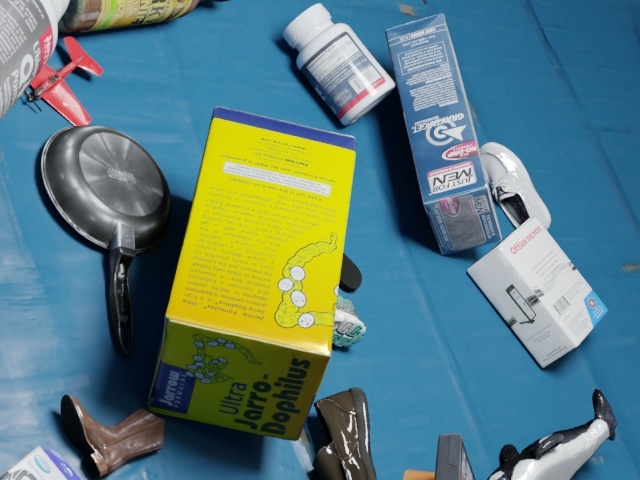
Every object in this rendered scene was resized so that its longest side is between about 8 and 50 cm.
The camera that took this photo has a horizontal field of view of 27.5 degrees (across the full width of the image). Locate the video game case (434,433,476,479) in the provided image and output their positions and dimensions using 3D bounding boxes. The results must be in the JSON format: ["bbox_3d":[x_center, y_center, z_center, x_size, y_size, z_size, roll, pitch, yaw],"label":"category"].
[{"bbox_3d":[0.178,0.423,1.630,0.248,0.035,0.275,68,23,-46],"label":"video game case"}]

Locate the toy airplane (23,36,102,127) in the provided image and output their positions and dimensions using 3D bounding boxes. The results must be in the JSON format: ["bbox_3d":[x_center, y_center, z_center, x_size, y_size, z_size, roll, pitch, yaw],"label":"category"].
[{"bbox_3d":[-0.348,-0.221,1.758,0.151,0.028,0.151,25,47,-30],"label":"toy airplane"}]

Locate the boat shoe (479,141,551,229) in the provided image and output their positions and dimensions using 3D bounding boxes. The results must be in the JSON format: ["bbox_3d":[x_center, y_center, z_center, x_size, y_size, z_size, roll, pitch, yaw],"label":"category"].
[{"bbox_3d":[0.326,-0.084,2.259,0.063,0.066,0.184,-32,94,-51],"label":"boat shoe"}]

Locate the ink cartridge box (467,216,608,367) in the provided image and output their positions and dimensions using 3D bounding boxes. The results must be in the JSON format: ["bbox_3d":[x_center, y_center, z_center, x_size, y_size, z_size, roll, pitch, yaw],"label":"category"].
[{"bbox_3d":[0.355,0.081,2.134,0.203,0.086,0.148,52,39,4],"label":"ink cartridge box"}]

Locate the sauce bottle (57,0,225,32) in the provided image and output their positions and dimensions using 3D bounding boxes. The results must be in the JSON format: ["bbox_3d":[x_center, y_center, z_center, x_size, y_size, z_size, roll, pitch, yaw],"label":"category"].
[{"bbox_3d":[-0.251,-0.371,1.898,0.344,0.111,0.111,-21,76,-47],"label":"sauce bottle"}]

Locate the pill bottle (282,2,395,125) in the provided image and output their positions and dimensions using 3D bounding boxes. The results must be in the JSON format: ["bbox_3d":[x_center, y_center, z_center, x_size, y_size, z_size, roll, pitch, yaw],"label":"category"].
[{"bbox_3d":[0.025,-0.284,2.091,0.180,0.108,0.108,52,40,2],"label":"pill bottle"}]

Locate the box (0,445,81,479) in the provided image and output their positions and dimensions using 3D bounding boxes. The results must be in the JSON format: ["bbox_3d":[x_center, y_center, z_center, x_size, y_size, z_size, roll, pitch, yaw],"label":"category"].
[{"bbox_3d":[-0.316,0.282,1.405,0.081,0.028,0.136,51,37,1],"label":"box"}]

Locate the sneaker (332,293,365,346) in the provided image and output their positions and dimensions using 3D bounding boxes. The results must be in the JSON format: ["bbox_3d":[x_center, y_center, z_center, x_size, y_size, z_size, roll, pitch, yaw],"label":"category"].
[{"bbox_3d":[-0.014,0.086,1.821,0.166,0.065,0.076,32,27,-26],"label":"sneaker"}]

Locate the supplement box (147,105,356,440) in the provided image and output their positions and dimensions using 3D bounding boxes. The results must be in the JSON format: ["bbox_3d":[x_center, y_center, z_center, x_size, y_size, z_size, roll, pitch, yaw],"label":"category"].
[{"bbox_3d":[-0.081,0.037,1.637,0.195,0.194,0.356,13,49,-5],"label":"supplement box"}]

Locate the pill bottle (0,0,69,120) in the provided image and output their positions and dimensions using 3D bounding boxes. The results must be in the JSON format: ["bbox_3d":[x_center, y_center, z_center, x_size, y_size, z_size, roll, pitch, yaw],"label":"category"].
[{"bbox_3d":[-0.427,-0.238,1.583,0.176,0.176,0.318,38,42,-14],"label":"pill bottle"}]

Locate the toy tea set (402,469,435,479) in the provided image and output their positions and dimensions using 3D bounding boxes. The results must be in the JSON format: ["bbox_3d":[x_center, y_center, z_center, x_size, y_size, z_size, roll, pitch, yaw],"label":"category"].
[{"bbox_3d":[0.088,0.417,1.615,0.336,0.124,0.200,-50,134,-68],"label":"toy tea set"}]

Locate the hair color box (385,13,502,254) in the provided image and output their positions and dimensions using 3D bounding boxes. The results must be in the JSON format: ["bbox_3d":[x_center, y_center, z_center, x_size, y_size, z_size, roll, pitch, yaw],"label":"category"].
[{"bbox_3d":[0.196,-0.172,2.106,0.174,0.105,0.347,62,16,-57],"label":"hair color box"}]

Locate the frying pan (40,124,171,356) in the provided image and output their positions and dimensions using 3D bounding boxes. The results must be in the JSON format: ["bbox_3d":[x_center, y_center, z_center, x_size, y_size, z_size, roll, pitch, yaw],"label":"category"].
[{"bbox_3d":[-0.278,-0.029,1.662,0.197,0.053,0.326,34,39,-23],"label":"frying pan"}]

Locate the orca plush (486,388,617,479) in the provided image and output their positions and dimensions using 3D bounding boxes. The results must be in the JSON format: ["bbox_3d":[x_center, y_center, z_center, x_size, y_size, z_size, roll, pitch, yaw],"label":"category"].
[{"bbox_3d":[0.314,0.306,1.910,0.102,0.151,0.287,28,56,35],"label":"orca plush"}]

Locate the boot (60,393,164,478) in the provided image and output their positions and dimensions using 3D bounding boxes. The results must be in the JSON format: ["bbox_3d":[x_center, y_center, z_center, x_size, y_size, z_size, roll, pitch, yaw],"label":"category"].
[{"bbox_3d":[-0.238,0.211,1.522,0.114,0.037,0.106,-23,90,-46],"label":"boot"}]

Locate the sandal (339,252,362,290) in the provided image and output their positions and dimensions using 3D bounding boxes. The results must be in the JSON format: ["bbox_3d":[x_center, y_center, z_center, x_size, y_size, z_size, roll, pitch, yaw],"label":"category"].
[{"bbox_3d":[0.000,0.000,1.902,0.179,0.040,0.067,41,41,-11],"label":"sandal"}]

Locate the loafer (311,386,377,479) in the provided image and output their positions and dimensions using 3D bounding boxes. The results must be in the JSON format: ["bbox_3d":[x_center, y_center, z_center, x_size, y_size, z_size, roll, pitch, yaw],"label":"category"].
[{"bbox_3d":[0.028,0.297,1.688,0.078,0.080,0.220,-2,58,-6],"label":"loafer"}]
